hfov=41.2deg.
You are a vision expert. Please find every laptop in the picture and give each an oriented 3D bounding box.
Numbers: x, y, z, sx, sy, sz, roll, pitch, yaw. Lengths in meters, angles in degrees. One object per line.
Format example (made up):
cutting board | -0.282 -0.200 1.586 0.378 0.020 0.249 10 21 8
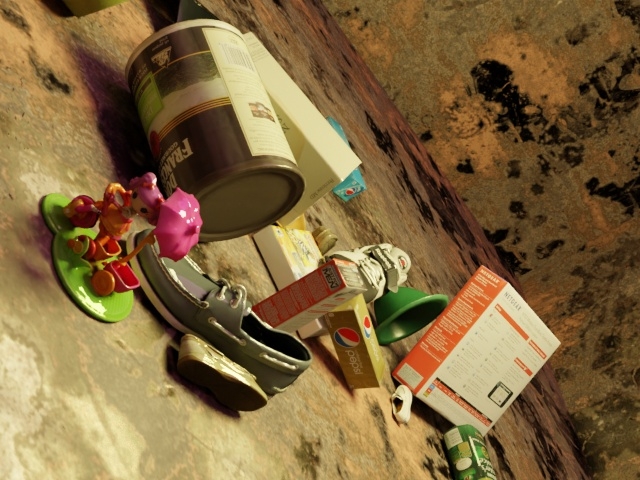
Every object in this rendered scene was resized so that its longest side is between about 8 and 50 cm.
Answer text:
laptop | -0.268 -0.411 1.714 0.264 0.136 0.234 40 5 31

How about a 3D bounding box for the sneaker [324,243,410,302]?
sneaker | 0.100 0.055 1.661 0.122 0.146 0.330 65 7 2

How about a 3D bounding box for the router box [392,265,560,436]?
router box | 0.350 0.258 1.859 0.082 0.301 0.335 38 -3 44

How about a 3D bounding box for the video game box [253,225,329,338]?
video game box | -0.026 0.075 1.546 0.205 0.048 0.187 64 15 12

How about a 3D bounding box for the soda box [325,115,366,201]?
soda box | 0.043 -0.208 2.151 0.071 0.067 0.210 33 31 -54

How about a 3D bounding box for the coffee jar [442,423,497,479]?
coffee jar | 0.322 0.486 1.788 0.096 0.079 0.184 43 24 -42

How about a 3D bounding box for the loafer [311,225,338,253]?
loafer | 0.000 0.000 1.704 0.050 0.056 0.148 46 -7 5

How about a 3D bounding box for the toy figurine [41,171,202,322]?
toy figurine | -0.215 -0.017 0.983 0.173 0.159 0.130 61 17 5

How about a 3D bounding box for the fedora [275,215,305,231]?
fedora | -0.062 -0.098 1.668 0.194 0.079 0.194 52 19 -26

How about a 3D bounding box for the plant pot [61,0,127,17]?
plant pot | -0.354 -0.494 1.257 0.274 0.275 0.293 -76 148 -66

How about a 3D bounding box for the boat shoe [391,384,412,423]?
boat shoe | 0.157 0.317 1.684 0.035 0.035 0.100 55 25 -25

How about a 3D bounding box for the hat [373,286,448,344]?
hat | 0.144 0.104 1.807 0.173 0.208 0.183 -1 54 -43

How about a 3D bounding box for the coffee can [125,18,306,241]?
coffee can | -0.163 -0.165 1.293 0.201 0.202 0.275 27 37 -60

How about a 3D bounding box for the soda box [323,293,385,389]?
soda box | 0.061 0.176 1.493 0.058 0.061 0.181 -69 146 -52

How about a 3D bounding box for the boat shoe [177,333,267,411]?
boat shoe | -0.125 0.174 1.104 0.153 0.056 0.048 37 32 -35

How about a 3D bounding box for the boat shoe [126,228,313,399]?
boat shoe | -0.130 0.089 1.147 0.319 0.099 0.116 51 19 -26

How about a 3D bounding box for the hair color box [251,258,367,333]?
hair color box | -0.021 0.093 1.326 0.053 0.167 0.093 65 18 16

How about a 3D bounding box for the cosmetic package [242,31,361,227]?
cosmetic package | -0.094 -0.196 1.510 0.309 0.160 0.113 49 30 -3
